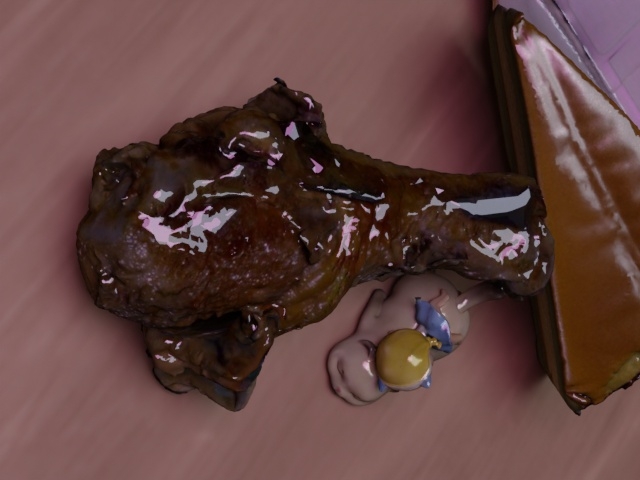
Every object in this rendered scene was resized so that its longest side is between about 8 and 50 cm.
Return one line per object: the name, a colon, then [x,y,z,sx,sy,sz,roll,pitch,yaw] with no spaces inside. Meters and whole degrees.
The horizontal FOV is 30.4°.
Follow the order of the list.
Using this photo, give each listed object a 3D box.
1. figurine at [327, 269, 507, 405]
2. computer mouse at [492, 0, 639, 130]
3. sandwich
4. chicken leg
figurine: [0.044,0.043,0.540,0.083,0.050,0.047,-43,102,-27]
computer mouse: [0.179,-0.072,0.624,0.126,0.056,0.245,-44,105,-24]
sandwich: [0.103,-0.014,0.553,0.163,0.079,0.113,44,99,-10]
chicken leg: [-0.003,-0.007,0.491,0.196,0.080,0.125,-19,91,-21]
